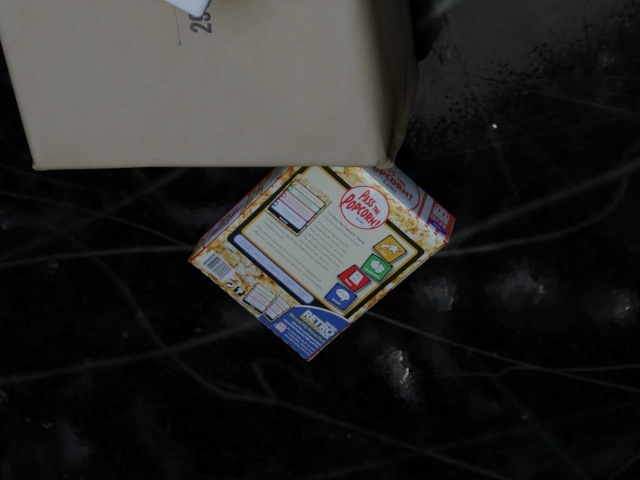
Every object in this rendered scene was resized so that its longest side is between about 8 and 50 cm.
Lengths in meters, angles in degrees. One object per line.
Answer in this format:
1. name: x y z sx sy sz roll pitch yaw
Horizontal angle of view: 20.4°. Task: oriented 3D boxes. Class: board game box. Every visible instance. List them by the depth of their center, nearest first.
1. board game box: 0.000 0.000 1.571 0.147 0.045 0.193 41 123 -12

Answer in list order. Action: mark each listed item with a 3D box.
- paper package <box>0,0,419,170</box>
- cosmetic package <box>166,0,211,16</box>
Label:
1. paper package: -0.099 -0.226 1.380 0.309 0.168 0.325 0 122 15
2. cosmetic package: -0.154 -0.264 1.221 0.231 0.085 0.117 27 126 -4
